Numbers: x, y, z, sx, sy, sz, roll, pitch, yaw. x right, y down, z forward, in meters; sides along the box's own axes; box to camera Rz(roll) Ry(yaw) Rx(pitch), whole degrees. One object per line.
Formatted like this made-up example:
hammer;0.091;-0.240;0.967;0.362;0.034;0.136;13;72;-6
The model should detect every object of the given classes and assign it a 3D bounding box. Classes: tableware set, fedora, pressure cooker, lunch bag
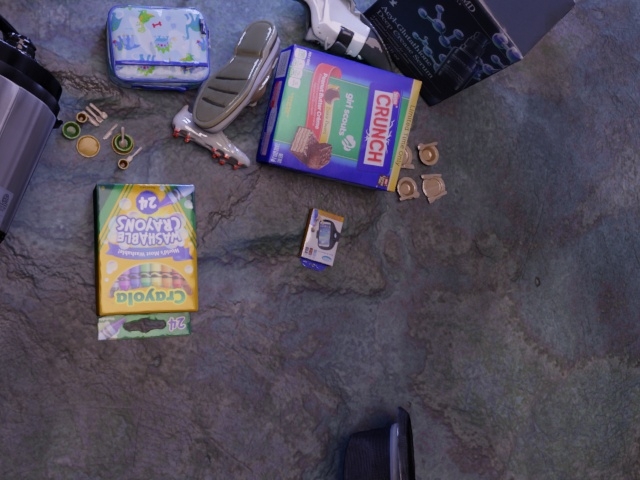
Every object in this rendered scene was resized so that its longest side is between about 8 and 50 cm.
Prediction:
tableware set;-0.464;-0.213;1.626;0.154;0.024;0.104;43;71;-13
fedora;0.130;0.537;1.686;0.153;0.334;0.334;-4;85;8
tableware set;0.243;-0.172;1.903;0.141;0.020;0.168;-10;89;-22
pressure cooker;-0.667;-0.225;1.362;0.376;0.370;0.420;23;80;-22
lunch bag;-0.350;-0.413;1.659;0.219;0.090;0.176;-2;88;-21

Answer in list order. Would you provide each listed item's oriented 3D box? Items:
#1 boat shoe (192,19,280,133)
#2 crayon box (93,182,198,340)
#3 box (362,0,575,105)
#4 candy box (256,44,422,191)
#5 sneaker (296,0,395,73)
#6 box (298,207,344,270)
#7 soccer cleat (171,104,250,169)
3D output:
boat shoe;-0.170;-0.344;1.694;0.113;0.103;0.302;20;67;26
crayon box;-0.365;0.044;1.606;0.203;0.083;0.322;-1;85;-22
box;0.323;-0.529;1.771;0.293;0.395;0.212;48;70;-10
candy box;0.042;-0.271;1.753;0.317;0.122;0.268;11;95;-21
sneaker;0.041;-0.491;1.819;0.146;0.122;0.330;-40;101;-2
box;0.000;0.000;1.785;0.081;0.028;0.136;17;77;-19
soccer cleat;-0.234;-0.228;1.697;0.196;0.068;0.076;30;71;-13
